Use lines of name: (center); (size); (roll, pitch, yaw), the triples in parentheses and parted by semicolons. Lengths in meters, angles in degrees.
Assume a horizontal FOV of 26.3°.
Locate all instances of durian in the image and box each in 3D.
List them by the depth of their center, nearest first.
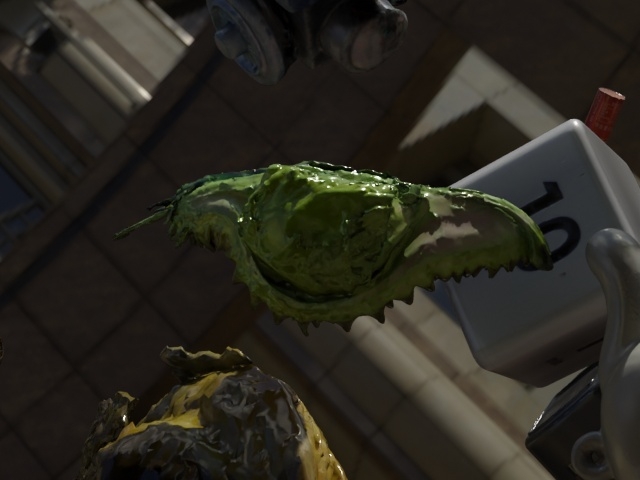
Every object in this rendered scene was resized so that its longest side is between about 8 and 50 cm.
durian: (0.001, 0.000, 1.113); (0.107, 0.375, 0.132); (-69, -18, -60)

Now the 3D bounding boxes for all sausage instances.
sausage: (0.308, -0.109, 1.558); (0.034, 0.034, 0.129); (-11, -55, -53)

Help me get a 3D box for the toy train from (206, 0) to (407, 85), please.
toy train: (-0.056, -0.232, 0.789); (0.131, 0.300, 0.202); (-34, -29, -16)

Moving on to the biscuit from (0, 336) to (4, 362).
biscuit: (-0.328, 0.066, 0.704); (0.325, 0.326, 0.107); (-38, -13, -17)

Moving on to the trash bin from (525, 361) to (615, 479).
trash bin: (0.431, 0.295, 1.783); (0.182, 0.290, 0.209); (-42, -6, -47)

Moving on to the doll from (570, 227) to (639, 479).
doll: (0.299, 0.147, 0.922); (0.159, 0.242, 0.311); (77, -162, -83)

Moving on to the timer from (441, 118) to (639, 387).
timer: (0.242, 0.019, 1.403); (0.195, 0.192, 0.194); (-29, -24, 20)

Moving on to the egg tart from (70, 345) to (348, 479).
egg tart: (-0.083, 0.195, 0.779); (0.132, 0.297, 0.297); (-3, -44, -27)
